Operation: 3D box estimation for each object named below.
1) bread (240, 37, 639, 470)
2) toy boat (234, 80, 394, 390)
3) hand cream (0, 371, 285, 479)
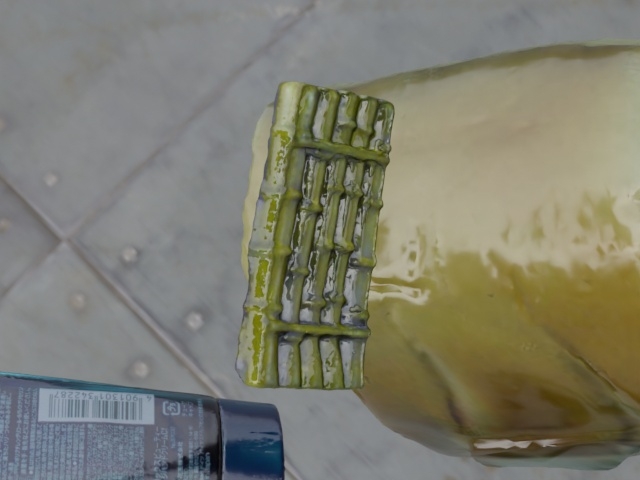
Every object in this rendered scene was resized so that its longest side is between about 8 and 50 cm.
[{"bbox_3d":[0.168,0.018,0.852,0.341,0.300,0.210,-6,76,28],"label":"bread"},{"bbox_3d":[0.000,0.000,0.596,0.016,0.063,0.115,8,91,43],"label":"toy boat"},{"bbox_3d":[-0.159,0.141,1.042,0.270,0.061,0.120,6,61,-15],"label":"hand cream"}]
